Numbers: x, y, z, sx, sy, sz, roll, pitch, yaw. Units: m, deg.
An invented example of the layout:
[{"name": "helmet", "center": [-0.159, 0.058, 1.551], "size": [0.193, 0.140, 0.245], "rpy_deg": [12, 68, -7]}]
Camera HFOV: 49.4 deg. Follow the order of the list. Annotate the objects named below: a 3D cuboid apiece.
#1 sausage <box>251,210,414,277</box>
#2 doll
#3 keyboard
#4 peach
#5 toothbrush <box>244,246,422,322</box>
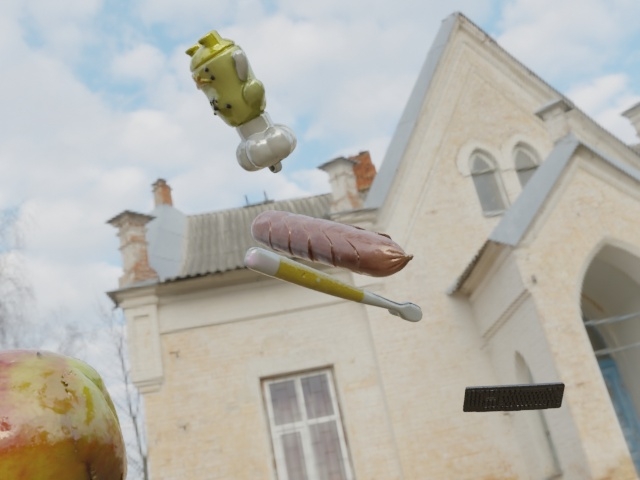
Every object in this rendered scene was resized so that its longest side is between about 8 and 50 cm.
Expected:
[{"name": "sausage", "center": [-0.001, 0.002, 1.229], "size": [0.088, 0.088, 0.433], "rpy_deg": [9, 2, -38]}, {"name": "doll", "center": [-0.085, -0.144, 0.750], "size": [0.062, 0.162, 0.106], "rpy_deg": [-38, 15, -25]}, {"name": "keyboard", "center": [0.298, 0.243, 1.073], "size": [0.155, 0.010, 0.053], "rpy_deg": [-3, -60, 0]}, {"name": "peach", "center": [-0.504, 0.348, 1.123], "size": [0.370, 0.370, 0.370], "rpy_deg": [-10, -24, -4]}, {"name": "toothbrush", "center": [0.022, 0.047, 0.661], "size": [0.024, 0.021, 0.288], "rpy_deg": [8, -10, 37]}]
